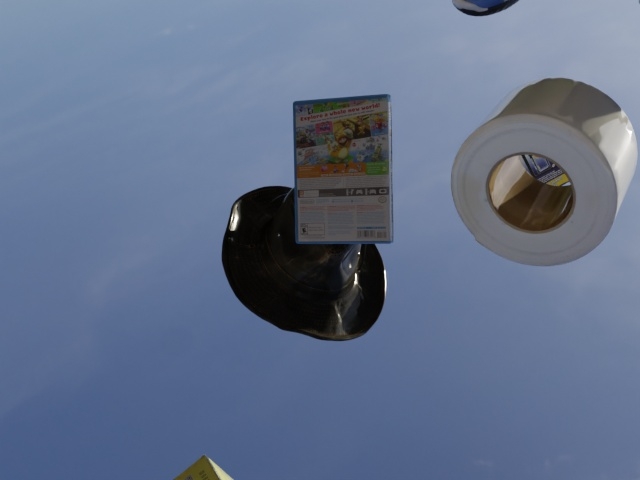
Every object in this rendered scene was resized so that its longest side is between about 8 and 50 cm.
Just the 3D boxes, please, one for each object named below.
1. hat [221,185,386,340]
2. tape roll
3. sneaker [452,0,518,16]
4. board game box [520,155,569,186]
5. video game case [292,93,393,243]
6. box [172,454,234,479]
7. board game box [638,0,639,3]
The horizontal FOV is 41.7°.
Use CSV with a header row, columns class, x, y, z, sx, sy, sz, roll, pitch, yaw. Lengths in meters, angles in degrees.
class,x,y,z,sx,sy,sz,roll,pitch,yaw
hat,0.000,0.000,1.386,0.134,0.331,0.331,-55,-174,41
tape roll,0.339,-0.105,1.271,0.246,0.246,0.169,-1,-153,31
sneaker,0.277,-0.394,1.199,0.211,0.081,0.080,-31,-117,-7
board game box,0.417,-0.162,1.615,0.170,0.141,0.048,-28,-161,9
video game case,0.025,-0.079,0.961,0.119,0.166,0.015,0,-177,25
box,-0.128,0.372,1.157,0.058,0.232,0.087,-36,-118,-9
board game box,0.646,-0.481,1.486,0.086,0.308,0.302,-19,-134,11
